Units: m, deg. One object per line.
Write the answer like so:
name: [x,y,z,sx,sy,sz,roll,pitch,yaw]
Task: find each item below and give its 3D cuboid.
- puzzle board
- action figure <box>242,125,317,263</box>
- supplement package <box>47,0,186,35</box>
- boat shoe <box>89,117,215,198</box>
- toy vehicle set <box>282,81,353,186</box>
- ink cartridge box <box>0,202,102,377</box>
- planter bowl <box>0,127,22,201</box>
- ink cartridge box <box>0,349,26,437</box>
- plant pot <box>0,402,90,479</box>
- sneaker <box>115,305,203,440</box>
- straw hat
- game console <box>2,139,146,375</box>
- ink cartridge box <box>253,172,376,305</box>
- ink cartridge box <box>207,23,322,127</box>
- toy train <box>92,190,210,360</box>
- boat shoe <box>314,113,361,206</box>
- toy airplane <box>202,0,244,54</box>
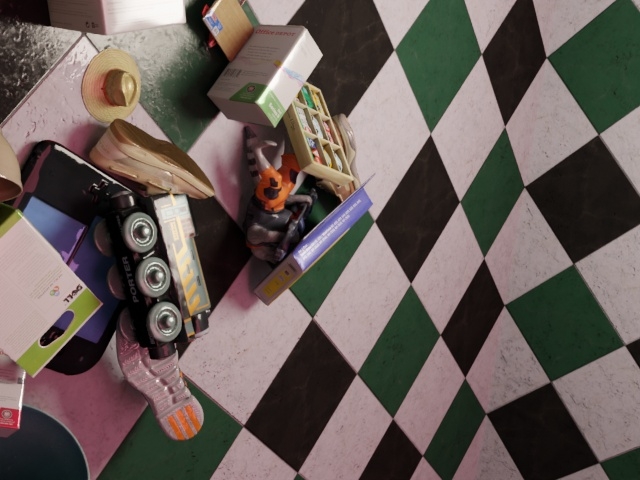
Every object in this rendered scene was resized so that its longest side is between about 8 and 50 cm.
puzzle board: [-0.195,-0.458,1.644,0.096,0.011,0.128,-58,144,-17]
action figure: [-0.109,-0.107,1.877,0.341,0.178,0.330,-59,160,-68]
supplement package: [-0.362,-0.515,1.323,0.177,0.175,0.293,-24,123,-43]
boat shoe: [-0.336,-0.144,1.581,0.098,0.109,0.302,-43,147,13]
toy vehicle set: [-0.022,-0.263,1.811,0.166,0.035,0.267,14,51,-54]
ink cartridge box: [-0.537,0.088,1.355,0.189,0.097,0.255,-51,134,-23]
planter bowl: [-0.568,-0.135,1.255,0.162,0.162,0.109,14,67,-53]
ink cartridge box: [-0.587,0.262,1.371,0.109,0.063,0.151,17,53,-33]
plant pot: [-0.592,0.465,1.394,0.290,0.290,0.195,-7,144,-50]
sneaker: [-0.366,0.270,1.665,0.124,0.180,0.321,-24,109,-20]
straw hat: [-0.381,-0.292,1.485,0.144,0.061,0.145,-24,122,-45]
game console: [-0.490,0.048,1.491,0.342,0.060,0.387,39,73,-51]
ink cartridge box: [0.000,0.000,1.911,0.072,0.307,0.303,48,53,-2]
ink cartridge box: [-0.118,-0.359,1.676,0.212,0.154,0.093,-61,140,-17]
toy train: [-0.313,0.059,1.517,0.190,0.142,0.334,-21,99,-48]
boat shoe: [0.032,-0.187,2.025,0.116,0.123,0.324,-19,135,-8]
toy airplane: [-0.209,-0.464,1.658,0.151,0.028,0.151,-34,134,-44]
